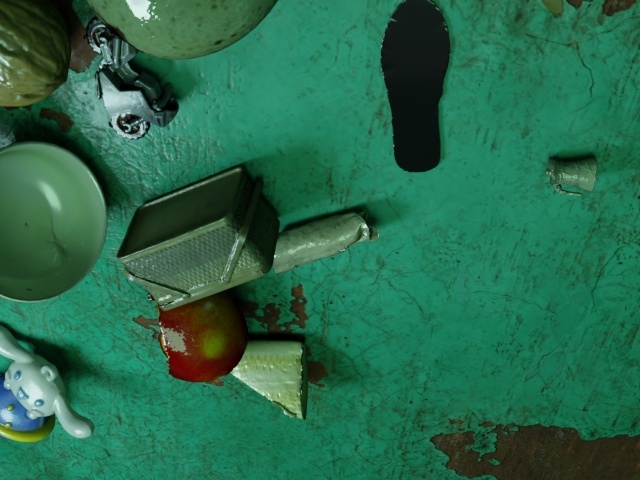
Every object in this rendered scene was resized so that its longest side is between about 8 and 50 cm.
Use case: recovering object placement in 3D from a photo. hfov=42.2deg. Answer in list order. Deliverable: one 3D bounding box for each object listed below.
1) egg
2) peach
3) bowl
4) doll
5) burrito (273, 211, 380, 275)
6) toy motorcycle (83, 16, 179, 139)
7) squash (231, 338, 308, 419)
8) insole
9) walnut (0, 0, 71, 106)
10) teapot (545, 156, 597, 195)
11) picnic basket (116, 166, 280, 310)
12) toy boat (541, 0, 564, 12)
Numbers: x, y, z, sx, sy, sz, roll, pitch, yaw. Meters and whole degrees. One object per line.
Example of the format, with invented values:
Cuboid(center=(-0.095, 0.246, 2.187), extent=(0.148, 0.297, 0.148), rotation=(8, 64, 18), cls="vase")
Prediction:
Cuboid(center=(-0.162, -0.409, 1.045), extent=(0.288, 0.287, 0.379), rotation=(16, 126, -8), cls="egg")
Cuboid(center=(-0.257, 0.172, 1.619), extent=(0.196, 0.190, 0.226), rotation=(-17, 139, 42), cls="peach")
Cuboid(center=(-0.526, -0.037, 1.449), extent=(0.145, 0.277, 0.277), rotation=(6, 140, 46), cls="bowl")
Cuboid(center=(-0.620, 0.357, 1.836), extent=(0.311, 0.159, 0.242), rotation=(34, 103, 13), cls="doll")
Cuboid(center=(0.000, 0.000, 1.527), extent=(0.226, 0.060, 0.087), rotation=(-17, 131, 21), cls="burrito")
Cuboid(center=(-0.299, -0.257, 1.330), extent=(0.122, 0.080, 0.215), rotation=(-2, 126, 8), cls="toy motorcycle")
Cuboid(center=(-0.154, 0.292, 1.764), extent=(0.252, 0.093, 0.169), rotation=(-1, 86, 6), cls="squash")
Cuboid(center=(0.154, -0.241, 1.337), extent=(0.109, 0.007, 0.322), rotation=(0, 131, 9), cls="insole")
Cuboid(center=(-0.476, -0.300, 1.246), extent=(0.213, 0.213, 0.213), rotation=(3, 131, 4), cls="walnut")
Cuboid(center=(0.419, -0.109, 1.390), extent=(0.083, 0.057, 0.067), rotation=(8, 106, 10), cls="teapot")
Cuboid(center=(-0.211, -0.005, 1.478), extent=(0.267, 0.165, 0.139), rotation=(-20, 125, 21), cls="picnic basket")
Cuboid(center=(0.310, -0.452, 1.082), extent=(0.115, 0.089, 0.310), rotation=(4, 132, 15), cls="toy boat")
